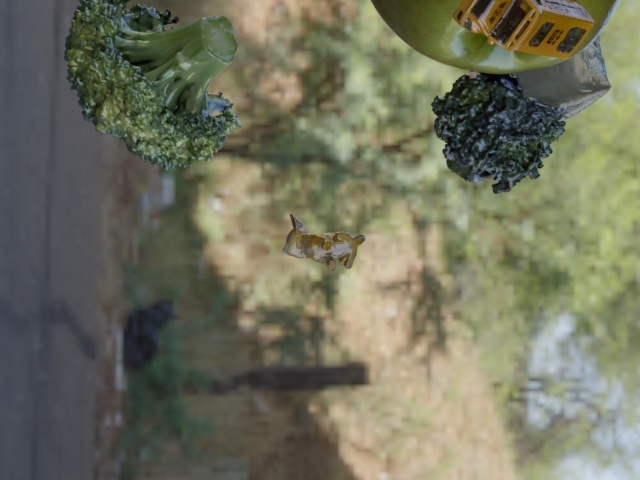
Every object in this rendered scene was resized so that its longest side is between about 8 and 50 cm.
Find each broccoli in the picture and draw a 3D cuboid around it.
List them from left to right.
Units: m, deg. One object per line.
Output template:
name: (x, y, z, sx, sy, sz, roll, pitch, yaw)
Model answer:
broccoli: (-0.247, -0.236, 2.453, 0.260, 0.288, 0.235, 13, -100, 56)
broccoli: (0.212, -0.127, 2.166, 0.145, 0.165, 0.304, -56, 178, -7)

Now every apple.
apple: (0.213, -0.349, 1.912, 0.338, 0.338, 0.305, 88, -5, -53)

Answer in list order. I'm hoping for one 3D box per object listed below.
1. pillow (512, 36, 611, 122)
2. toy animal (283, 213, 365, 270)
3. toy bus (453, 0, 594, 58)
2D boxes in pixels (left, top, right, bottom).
pillow: (0.312, -0.243, 2.210, 0.050, 0.148, 0.229, 51, 27, -41)
toy animal: (0.000, 0.000, 1.879, 0.083, 0.081, 0.060, 24, -40, 50)
toy bus: (0.210, -0.231, 1.690, 0.074, 0.162, 0.069, 50, -62, 27)
